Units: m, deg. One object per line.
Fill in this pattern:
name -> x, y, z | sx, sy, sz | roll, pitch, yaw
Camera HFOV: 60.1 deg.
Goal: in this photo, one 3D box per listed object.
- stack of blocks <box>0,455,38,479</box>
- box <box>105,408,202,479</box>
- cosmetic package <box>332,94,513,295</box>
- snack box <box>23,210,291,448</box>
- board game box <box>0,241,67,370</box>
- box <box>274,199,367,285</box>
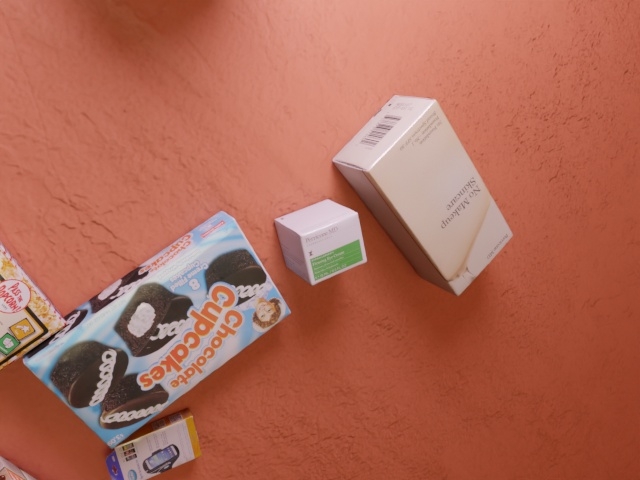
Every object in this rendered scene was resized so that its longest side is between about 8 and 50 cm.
stack of blocks -> -0.394, 0.454, 0.761 | 0.171, 0.087, 0.297 | -49, 127, -25
box -> -0.259, 0.323, 0.856 | 0.136, 0.028, 0.081 | -15, 114, -22
cosmetic package -> 0.177, -0.069, 0.920 | 0.160, 0.113, 0.309 | -47, 122, -8
snack box -> -0.218, 0.124, 0.791 | 0.322, 0.060, 0.187 | -37, 121, -14
board game box -> -0.434, 0.102, 0.658 | 0.193, 0.045, 0.146 | -37, 121, -21
box -> 0.000, 0.000, 0.848 | 0.101, 0.102, 0.087 | -22, 114, -21
